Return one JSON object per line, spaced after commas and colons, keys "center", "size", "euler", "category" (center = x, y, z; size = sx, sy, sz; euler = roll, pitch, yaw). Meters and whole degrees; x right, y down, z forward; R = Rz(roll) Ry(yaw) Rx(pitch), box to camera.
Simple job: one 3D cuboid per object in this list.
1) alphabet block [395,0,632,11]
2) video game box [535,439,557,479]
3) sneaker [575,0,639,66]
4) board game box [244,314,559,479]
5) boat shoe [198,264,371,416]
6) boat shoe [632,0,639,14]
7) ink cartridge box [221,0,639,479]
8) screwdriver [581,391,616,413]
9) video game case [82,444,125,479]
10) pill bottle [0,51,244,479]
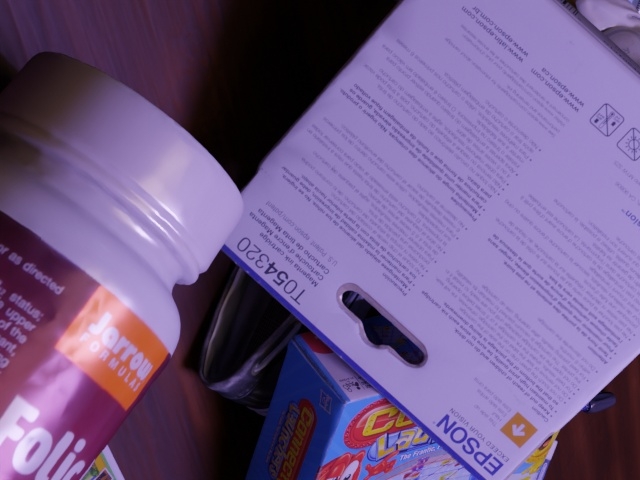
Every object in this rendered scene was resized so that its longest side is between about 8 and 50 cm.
{"center": [0.162, -0.284, 1.311], "size": [0.192, 0.197, 0.193], "euler": [26, 86, -49], "category": "alphabet block"}
{"center": [0.165, 0.293, 1.659], "size": [0.187, 0.048, 0.205], "euler": [22, 89, -45], "category": "video game box"}
{"center": [0.190, -0.063, 1.263], "size": [0.110, 0.118, 0.292], "euler": [3, 130, -43], "category": "sneaker"}
{"center": [0.082, 0.196, 1.396], "size": [0.308, 0.086, 0.302], "euler": [-11, 136, -33], "category": "board game box"}
{"center": [0.000, 0.000, 1.311], "size": [0.119, 0.121, 0.335], "euler": [20, 93, -53], "category": "boat shoe"}
{"center": [0.244, -0.223, 1.483], "size": [0.099, 0.116, 0.319], "euler": [-5, 115, -49], "category": "boat shoe"}
{"center": [0.131, -0.023, 1.192], "size": [0.330, 0.324, 0.071], "euler": [-48, 180, 20], "category": "ink cartridge box"}
{"center": [0.295, 0.202, 1.775], "size": [0.170, 0.025, 0.024], "euler": [-9, 112, -45], "category": "screwdriver"}
{"center": [-0.261, 0.210, 1.198], "size": [0.212, 0.023, 0.193], "euler": [-41, 131, -28], "category": "video game case"}
{"center": [-0.238, 0.079, 1.018], "size": [0.392, 0.224, 0.224], "euler": [-55, 136, -15], "category": "pill bottle"}
